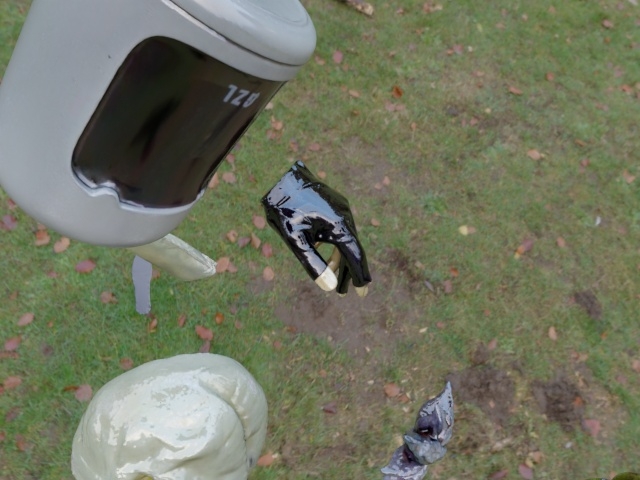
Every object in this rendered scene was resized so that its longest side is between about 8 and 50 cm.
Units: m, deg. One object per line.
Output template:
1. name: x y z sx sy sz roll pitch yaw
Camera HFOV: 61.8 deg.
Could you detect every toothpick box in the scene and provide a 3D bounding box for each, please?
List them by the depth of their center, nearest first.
1. toothpick box: -0.179 -0.138 0.500 0.229 0.316 0.229 32 30 -22

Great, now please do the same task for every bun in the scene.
1. bun: -0.260 0.380 0.974 0.364 0.366 0.219 -6 35 -17

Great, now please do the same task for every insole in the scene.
1. insole: -0.380 0.091 1.141 0.044 0.002 0.135 -2 92 3

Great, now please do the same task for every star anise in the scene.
1. star anise: 0.163 0.302 0.815 0.061 0.205 0.181 28 58 25

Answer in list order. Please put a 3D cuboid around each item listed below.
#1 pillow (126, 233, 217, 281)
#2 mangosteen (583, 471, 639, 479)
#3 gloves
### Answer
1. pillow: -0.301 0.023 1.043 0.208 0.119 0.053 39 49 -36
2. mangosteen: 0.550 0.530 0.938 0.242 0.243 0.243 6 60 -11
3. gloves: 0.003 -0.006 1.059 0.301 0.152 0.197 62 30 -20
